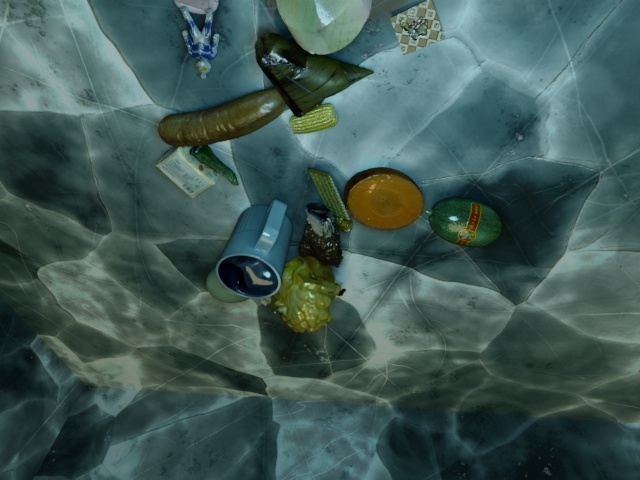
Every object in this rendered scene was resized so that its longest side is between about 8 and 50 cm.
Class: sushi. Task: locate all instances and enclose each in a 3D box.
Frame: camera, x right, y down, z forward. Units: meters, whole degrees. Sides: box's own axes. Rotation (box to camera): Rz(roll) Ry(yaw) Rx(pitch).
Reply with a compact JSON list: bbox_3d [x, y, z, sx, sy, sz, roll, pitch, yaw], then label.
[{"bbox_3d":[0.282,-0.623,1.364,0.126,0.026,0.120,-17,125,21],"label":"sushi"}]

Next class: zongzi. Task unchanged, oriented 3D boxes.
[{"bbox_3d":[-0.013,-0.531,1.408,0.300,0.138,0.286,-13,155,18],"label":"zongzi"}]

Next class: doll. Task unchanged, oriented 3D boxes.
[{"bbox_3d":[-0.374,-0.615,1.479,0.114,0.057,0.227,2,140,-2],"label":"doll"}]

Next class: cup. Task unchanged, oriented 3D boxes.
[{"bbox_3d":[-0.261,0.013,1.896,0.257,0.311,0.331,3,134,9],"label":"cup"}]

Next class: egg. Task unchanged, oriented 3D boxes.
[{"bbox_3d":[-0.397,0.189,2.172,0.283,0.202,0.202,-8,131,16],"label":"egg"}]

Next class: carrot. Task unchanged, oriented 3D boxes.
[{"bbox_3d":[0.241,-0.149,1.755,0.308,0.100,0.258,18,125,-10],"label":"carrot"}]

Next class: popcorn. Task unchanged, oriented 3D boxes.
[{"bbox_3d":[-0.045,0.237,2.086,0.382,0.348,0.349,2,148,-43],"label":"popcorn"}]

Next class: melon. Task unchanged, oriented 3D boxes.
[{"bbox_3d":[0.527,-0.071,1.740,0.288,0.182,0.182,13,135,2],"label":"melon"}]

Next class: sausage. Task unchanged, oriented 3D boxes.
[{"bbox_3d":[-0.344,-0.415,1.634,0.502,0.123,0.136,-8,107,20],"label":"sausage"}]

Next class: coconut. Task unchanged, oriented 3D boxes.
[{"bbox_3d":[0.003,-0.644,1.265,0.260,0.259,0.259,6,135,6],"label":"coconut"}]

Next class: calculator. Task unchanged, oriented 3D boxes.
[{"bbox_3d":[-0.386,-0.734,1.397,0.166,0.024,0.103,12,135,-2],"label":"calculator"}]

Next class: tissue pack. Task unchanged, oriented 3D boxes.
[{"bbox_3d":[-0.513,-0.279,1.820,0.148,0.092,0.196,-24,126,32],"label":"tissue pack"}]

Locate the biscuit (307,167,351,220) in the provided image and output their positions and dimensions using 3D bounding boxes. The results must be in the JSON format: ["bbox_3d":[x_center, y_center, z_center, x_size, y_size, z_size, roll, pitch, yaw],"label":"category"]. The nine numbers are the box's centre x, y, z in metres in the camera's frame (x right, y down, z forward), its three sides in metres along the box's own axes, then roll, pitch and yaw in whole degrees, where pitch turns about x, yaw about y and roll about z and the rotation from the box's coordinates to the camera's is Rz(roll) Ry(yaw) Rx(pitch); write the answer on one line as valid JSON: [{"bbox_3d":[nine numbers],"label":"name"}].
[{"bbox_3d":[0.035,-0.176,1.804,0.139,0.016,0.231,25,151,45],"label":"biscuit"}]

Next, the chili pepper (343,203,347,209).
[{"bbox_3d":[0.181,-0.106,1.868,0.202,0.052,0.050,29,103,-14],"label":"chili pepper"}]

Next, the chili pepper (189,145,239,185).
[{"bbox_3d":[-0.395,-0.286,1.797,0.059,0.088,0.227,-13,134,42],"label":"chili pepper"}]

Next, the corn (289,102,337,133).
[{"bbox_3d":[-0.024,-0.414,1.604,0.166,0.063,0.085,-8,141,22],"label":"corn"}]

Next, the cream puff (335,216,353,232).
[{"bbox_3d":[0.098,-0.072,1.921,0.058,0.083,0.083,-44,108,-9],"label":"cream puff"}]

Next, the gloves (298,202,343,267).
[{"bbox_3d":[0.002,-0.005,1.925,0.211,0.135,0.312,19,138,39],"label":"gloves"}]
